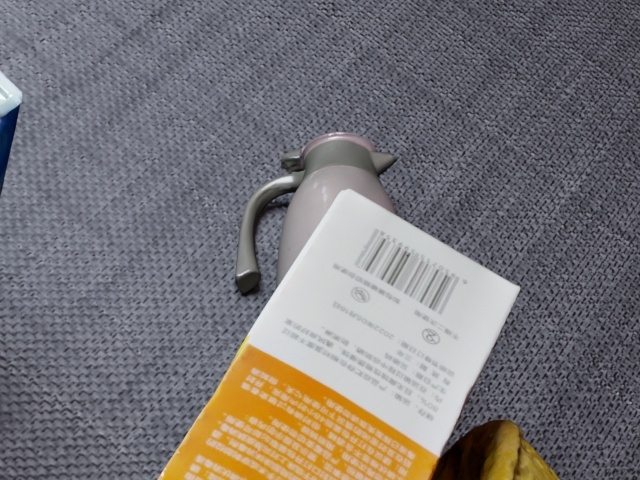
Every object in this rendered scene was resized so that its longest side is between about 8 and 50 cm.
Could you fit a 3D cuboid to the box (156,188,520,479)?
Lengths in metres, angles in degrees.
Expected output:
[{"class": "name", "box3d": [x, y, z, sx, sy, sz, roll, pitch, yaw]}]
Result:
[{"class": "box", "box3d": [-0.022, 0.160, 0.978, 0.143, 0.225, 0.341, 30, 43, 4]}]

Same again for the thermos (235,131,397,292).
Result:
[{"class": "thermos", "box3d": [0.000, 0.000, 1.217, 0.137, 0.105, 0.193, -10, 49, 11]}]

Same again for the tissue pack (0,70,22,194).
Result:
[{"class": "tissue pack", "box3d": [-0.316, -0.008, 0.990, 0.146, 0.263, 0.198, 41, 52, 12]}]

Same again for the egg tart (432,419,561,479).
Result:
[{"class": "egg tart", "box3d": [0.118, 0.238, 1.023, 0.147, 0.202, 0.202, 37, 51, -3]}]
